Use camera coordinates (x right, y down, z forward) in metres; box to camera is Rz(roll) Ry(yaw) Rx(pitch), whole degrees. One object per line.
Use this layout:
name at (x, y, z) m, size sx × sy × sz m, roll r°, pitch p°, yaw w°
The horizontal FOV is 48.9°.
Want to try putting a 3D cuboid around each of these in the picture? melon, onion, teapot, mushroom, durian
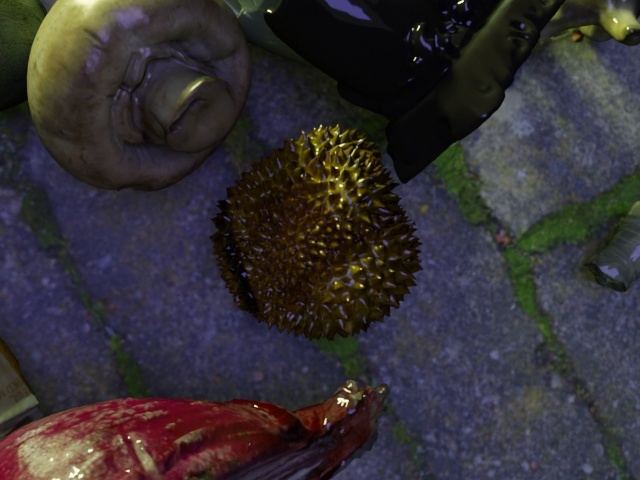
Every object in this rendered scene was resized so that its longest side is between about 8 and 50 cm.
melon at (-0.273, -0.139, 0.491) m, size 0.167 × 0.114 × 0.114 m, roll -5°, pitch 87°, yaw -11°
onion at (-0.121, 0.181, 0.467) m, size 0.159 × 0.267 × 0.349 m, roll 34°, pitch 51°, yaw 28°
teapot at (0.281, 0.012, 0.638) m, size 0.083 × 0.057 × 0.067 m, roll -40°, pitch 124°, yaw -7°
mushroom at (-0.121, -0.107, 0.498) m, size 0.166 × 0.166 × 0.127 m, roll -38°, pitch 61°, yaw -12°
durian at (0.000, 0.000, 0.535) m, size 0.168 × 0.137 × 0.158 m, roll -36°, pitch 73°, yaw -21°

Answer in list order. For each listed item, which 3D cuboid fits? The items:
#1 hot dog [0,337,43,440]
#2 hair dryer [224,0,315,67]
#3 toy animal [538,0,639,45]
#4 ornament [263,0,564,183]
hot dog at (-0.297, 0.086, 0.495) m, size 0.131 × 0.069 × 0.252 m, roll -38°, pitch 92°, yaw -3°
hair dryer at (-0.057, -0.286, 0.569) m, size 0.229 × 0.092 × 0.267 m, roll 14°, pitch 74°, yaw -18°
toy animal at (0.233, -0.277, 0.592) m, size 0.121 × 0.168 × 0.233 m, roll 2°, pitch 99°, yaw -13°
ornament at (0.045, -0.205, 0.509) m, size 0.260 × 0.106 × 0.251 m, roll 47°, pitch 49°, yaw -10°
